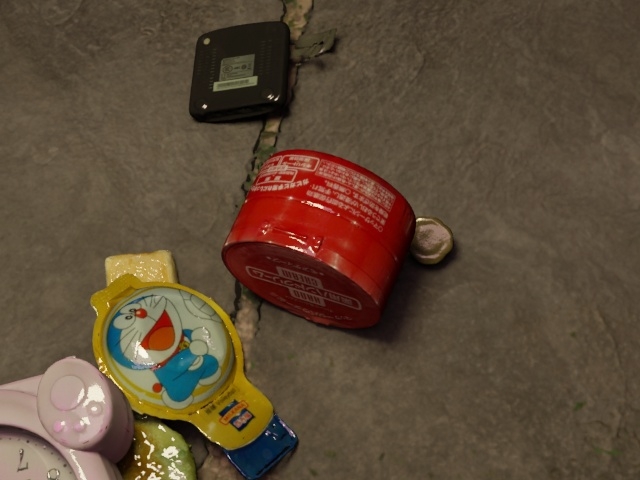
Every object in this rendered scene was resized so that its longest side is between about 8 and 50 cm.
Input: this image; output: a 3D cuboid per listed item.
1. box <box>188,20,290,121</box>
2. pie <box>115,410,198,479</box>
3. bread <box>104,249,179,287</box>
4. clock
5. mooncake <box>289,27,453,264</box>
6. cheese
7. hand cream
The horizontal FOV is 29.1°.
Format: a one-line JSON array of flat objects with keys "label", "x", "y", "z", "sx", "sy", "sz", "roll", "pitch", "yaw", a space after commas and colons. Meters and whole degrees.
[{"label": "box", "x": -0.099, "y": -0.210, "z": 1.506, "sx": 0.126, "sy": 0.027, "sz": 0.125, "roll": -7, "pitch": 65, "yaw": 20}, {"label": "pie", "x": -0.261, "y": 0.297, "z": 1.295, "sx": 0.302, "sy": 0.067, "sz": 0.302, "roll": -2, "pitch": 67, "yaw": 4}, {"label": "bread", "x": -0.206, "y": 0.046, "z": 1.418, "sx": 0.083, "sy": 0.035, "sz": 0.070, "roll": -12, "pitch": 67, "yaw": -8}, {"label": "clock", "x": -0.311, "y": 0.298, "z": 1.203, "sx": 0.295, "sy": 0.113, "sz": 0.322, "roll": -15, "pitch": 68, "yaw": 3}, {"label": "mooncake", "x": 0.052, "y": -0.122, "z": 1.460, "sx": 0.150, "sy": 0.057, "sz": 0.347, "roll": -12, "pitch": 68, "yaw": 1}, {"label": "cheese", "x": -0.139, "y": 0.143, "z": 1.341, "sx": 0.270, "sy": 0.069, "sz": 0.177, "roll": 46, "pitch": 48, "yaw": 8}, {"label": "hand cream", "x": 0.000, "y": 0.000, "z": 1.337, "sx": 0.193, "sy": 0.193, "sz": 0.125, "roll": 20, "pitch": 68, "yaw": 12}]
